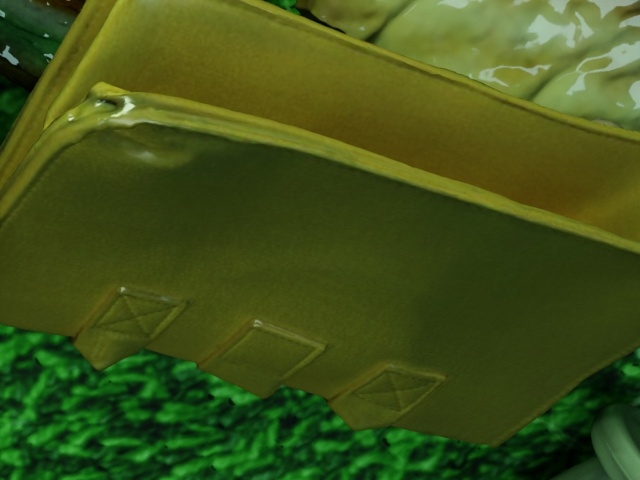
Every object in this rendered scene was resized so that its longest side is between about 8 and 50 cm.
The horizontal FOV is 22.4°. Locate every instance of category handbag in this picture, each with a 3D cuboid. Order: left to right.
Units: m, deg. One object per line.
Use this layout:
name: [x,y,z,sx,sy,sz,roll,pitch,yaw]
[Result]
handbag: [0.000,0.000,0.957,0.401,0.133,0.283,15,140,-24]

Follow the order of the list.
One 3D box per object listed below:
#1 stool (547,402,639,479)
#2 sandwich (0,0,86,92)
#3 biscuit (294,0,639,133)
stool: [0.207,0.245,1.118,0.195,0.195,0.198,41,107,-2]
sandwich: [-0.183,-0.188,0.920,0.185,0.109,0.160,40,89,-20]
biscuit: [0.140,-0.116,1.009,0.299,0.045,0.154,36,111,-20]
